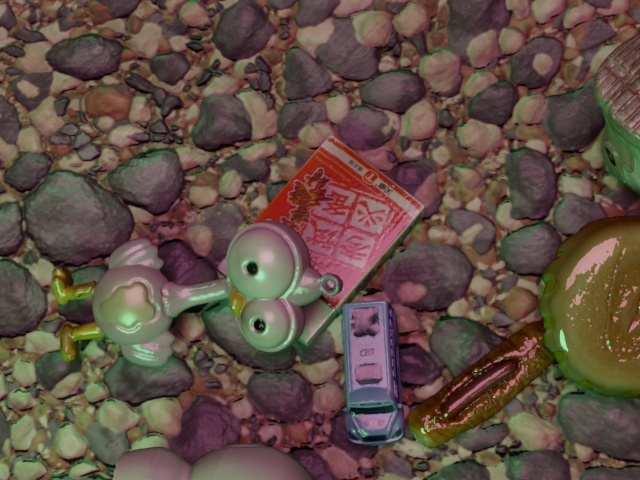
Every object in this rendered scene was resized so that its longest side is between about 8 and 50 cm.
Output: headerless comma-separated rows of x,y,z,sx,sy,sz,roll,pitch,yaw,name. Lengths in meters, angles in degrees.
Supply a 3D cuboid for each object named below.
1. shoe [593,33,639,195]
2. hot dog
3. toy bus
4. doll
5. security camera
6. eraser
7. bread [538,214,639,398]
0.464,-0.077,1.452,0.172,0.198,0.351,-34,70,-2,shoe
0.199,0.172,1.488,0.216,0.047,0.066,-35,75,-4,hot dog
0.059,0.158,1.493,0.073,0.076,0.167,-5,72,5,toy bus
-0.147,0.067,1.511,0.365,0.094,0.160,-7,89,19,doll
-0.108,0.322,1.408,0.236,0.194,0.194,-5,73,3,security camera
0.000,0.000,1.569,0.157,0.038,0.230,39,81,16,eraser
0.348,0.077,1.457,0.213,0.105,0.213,0,93,-5,bread
